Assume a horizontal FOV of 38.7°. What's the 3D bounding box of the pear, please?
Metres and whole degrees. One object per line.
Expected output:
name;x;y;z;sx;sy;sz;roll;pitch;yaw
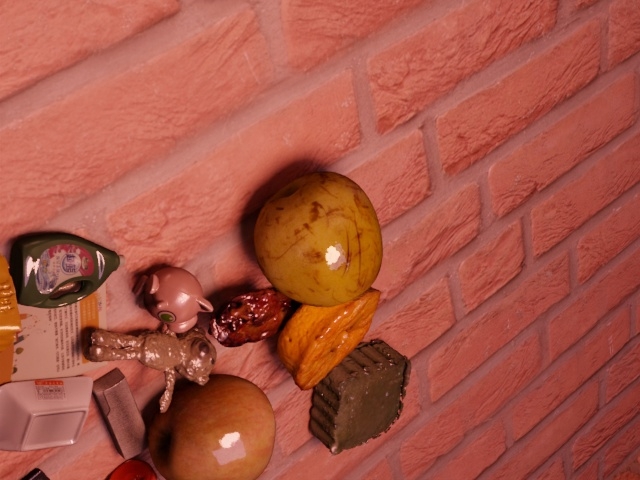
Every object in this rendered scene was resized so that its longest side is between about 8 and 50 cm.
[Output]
pear;0.000;0.000;1.891;0.283;0.283;0.283;-22;126;-33

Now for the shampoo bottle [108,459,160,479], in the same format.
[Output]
shampoo bottle;-0.370;0.605;2.016;0.104;0.104;0.278;-37;133;-21

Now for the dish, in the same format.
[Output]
dish;-0.538;0.343;1.727;0.234;0.064;0.154;3;118;-44

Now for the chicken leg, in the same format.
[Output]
chicken leg;-0.103;0.138;1.998;0.407;0.096;0.158;-20;152;-47

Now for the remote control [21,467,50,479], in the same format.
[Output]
remote control;-0.640;0.543;1.791;0.245;0.025;0.063;-38;135;-21

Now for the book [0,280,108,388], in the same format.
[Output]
book;-0.532;0.188;1.692;0.295;0.020;0.208;-16;122;-37

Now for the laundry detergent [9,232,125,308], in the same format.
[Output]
laundry detergent;-0.452;0.054;1.654;0.211;0.063;0.137;-3;102;-43

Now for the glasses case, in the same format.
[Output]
glasses case;-0.410;0.361;1.884;0.071;0.047;0.205;-31;131;-25

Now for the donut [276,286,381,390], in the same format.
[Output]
donut;0.013;0.199;2.076;0.303;0.110;0.303;-43;161;-18

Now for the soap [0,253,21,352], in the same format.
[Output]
soap;-0.555;0.077;1.433;0.080;0.257;0.160;-6;117;-41

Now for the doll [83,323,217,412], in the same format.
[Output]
doll;-0.330;0.212;1.827;0.286;0.091;0.202;38;41;-27

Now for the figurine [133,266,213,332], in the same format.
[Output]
figurine;-0.290;0.113;1.797;0.138;0.125;0.125;32;90;-28

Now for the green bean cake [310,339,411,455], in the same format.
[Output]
green bean cake;0.098;0.395;2.313;0.241;0.132;0.255;-17;126;-35

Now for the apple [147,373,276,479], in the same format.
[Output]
apple;-0.231;0.407;1.926;0.234;0.257;0.257;9;106;-38
